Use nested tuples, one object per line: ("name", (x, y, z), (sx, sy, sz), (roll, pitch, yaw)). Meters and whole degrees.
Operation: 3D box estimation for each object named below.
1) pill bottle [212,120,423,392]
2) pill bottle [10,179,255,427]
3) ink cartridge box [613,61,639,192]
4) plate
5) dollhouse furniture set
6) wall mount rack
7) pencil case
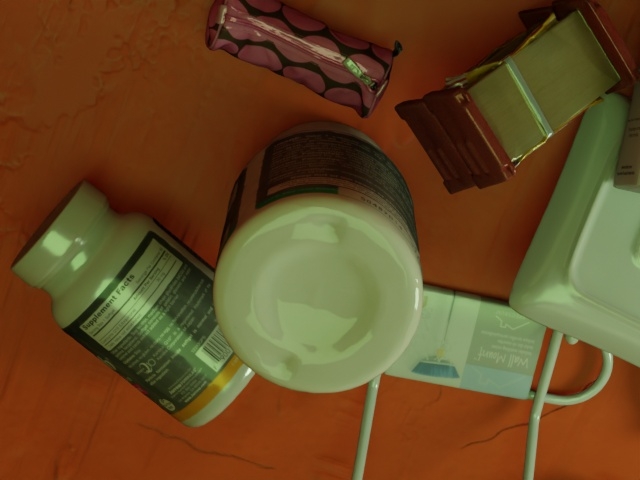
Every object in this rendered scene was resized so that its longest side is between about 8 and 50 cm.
("pill bottle", (0.000, 0.000, 1.738), (0.204, 0.361, 0.204), (0, 109, 1))
("pill bottle", (-0.199, 0.069, 1.871), (0.278, 0.162, 0.162), (40, 105, -11))
("ink cartridge box", (0.446, -0.171, 1.764), (0.201, 0.117, 0.278), (12, 91, -5))
("plate", (0.382, 0.003, 1.842), (0.277, 0.045, 0.278), (25, 80, -7))
("dollhouse furniture set", (0.144, -0.259, 1.730), (0.201, 0.152, 0.374), (-35, 100, -18))
("wall mount rack", (0.161, 0.182, 1.920), (0.350, 0.130, 0.304), (11, 108, -2))
("pencil case", (-0.023, -0.209, 1.807), (0.209, 0.098, 0.095), (21, 108, -6))
